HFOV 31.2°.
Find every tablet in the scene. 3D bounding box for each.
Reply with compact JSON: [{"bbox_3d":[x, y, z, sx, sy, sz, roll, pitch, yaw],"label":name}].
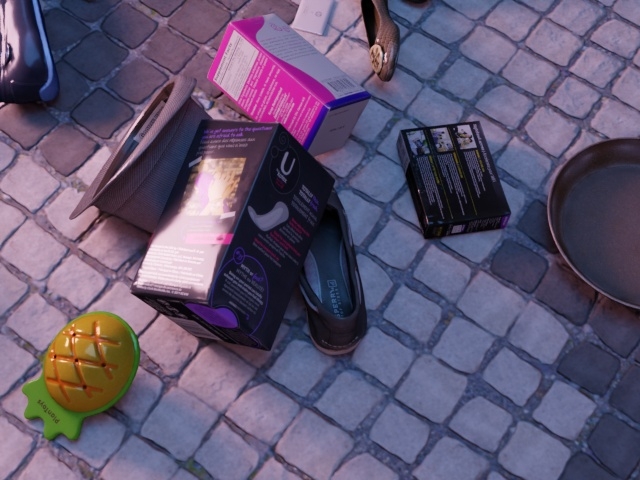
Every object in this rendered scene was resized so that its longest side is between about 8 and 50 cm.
[{"bbox_3d":[-0.012,-0.383,1.933,0.054,0.006,0.083,15,60,3],"label":"tablet"}]

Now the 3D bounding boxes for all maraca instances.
[{"bbox_3d":[-0.318,0.179,1.521,0.127,0.099,0.186,40,90,20],"label":"maraca"}]

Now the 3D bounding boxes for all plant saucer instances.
[{"bbox_3d":[0.493,-0.018,1.738,0.310,0.050,0.311,3,58,-4],"label":"plant saucer"}]

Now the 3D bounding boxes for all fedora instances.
[{"bbox_3d":[-0.230,-0.105,1.651,0.124,0.243,0.275,37,49,-17],"label":"fedora"}]

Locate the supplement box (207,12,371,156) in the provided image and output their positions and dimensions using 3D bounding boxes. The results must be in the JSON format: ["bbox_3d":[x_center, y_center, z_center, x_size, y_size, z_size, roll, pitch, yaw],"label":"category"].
[{"bbox_3d":[-0.051,-0.239,1.763,0.220,0.114,0.111,44,38,19],"label":"supplement box"}]

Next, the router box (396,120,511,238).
[{"bbox_3d":[0.203,-0.095,1.758,0.133,0.046,0.179,-7,61,-10],"label":"router box"}]

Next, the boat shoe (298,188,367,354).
[{"bbox_3d":[0.000,0.000,1.653,0.112,0.095,0.335,-10,61,-11],"label":"boat shoe"}]

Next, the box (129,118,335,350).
[{"bbox_3d":[-0.115,-0.010,1.557,0.143,0.165,0.270,7,67,35],"label":"box"}]

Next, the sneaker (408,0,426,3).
[{"bbox_3d":[0.168,-0.545,1.990,0.124,0.107,0.283,-1,74,-51],"label":"sneaker"}]

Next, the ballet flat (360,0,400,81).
[{"bbox_3d":[0.089,-0.360,1.882,0.058,0.084,0.250,9,53,-18],"label":"ballet flat"}]

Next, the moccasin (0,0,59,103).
[{"bbox_3d":[-0.503,-0.369,1.805,0.117,0.138,0.342,-15,61,-9],"label":"moccasin"}]
